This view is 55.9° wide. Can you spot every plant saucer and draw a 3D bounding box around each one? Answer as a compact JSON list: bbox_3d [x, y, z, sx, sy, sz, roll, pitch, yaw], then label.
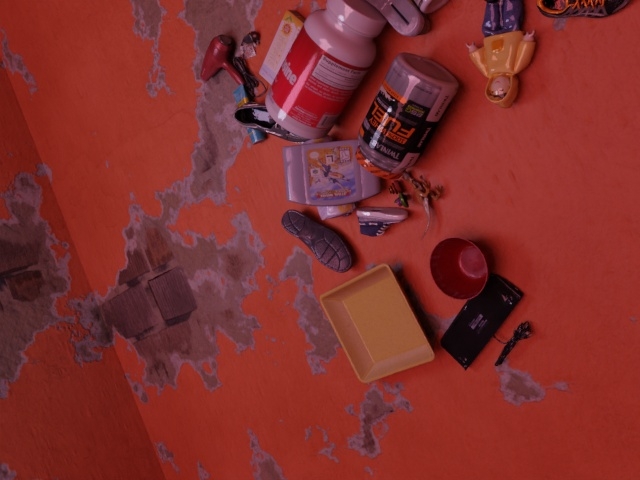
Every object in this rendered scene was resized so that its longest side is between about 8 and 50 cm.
[{"bbox_3d":[0.193,0.266,1.966,0.333,0.081,0.332,-31,83,42],"label":"plant saucer"}]

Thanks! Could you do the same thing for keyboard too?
[{"bbox_3d":[0.489,0.260,1.751,0.201,0.033,0.317,46,129,28],"label":"keyboard"}]

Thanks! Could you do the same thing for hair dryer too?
[{"bbox_3d":[-0.326,-0.610,2.127,0.294,0.080,0.223,7,108,39],"label":"hair dryer"}]

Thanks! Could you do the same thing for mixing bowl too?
[{"bbox_3d":[0.411,0.071,1.707,0.182,0.098,0.181,11,106,41],"label":"mixing bowl"}]

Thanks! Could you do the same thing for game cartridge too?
[{"bbox_3d":[0.037,-0.205,1.860,0.298,0.062,0.197,-5,88,7],"label":"game cartridge"}]

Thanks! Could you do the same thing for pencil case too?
[{"bbox_3d":[0.020,-0.200,1.944,0.124,0.114,0.272,-21,89,37],"label":"pencil case"}]

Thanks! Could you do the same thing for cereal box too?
[{"bbox_3d":[-0.091,-0.594,1.957,0.173,0.047,0.240,46,128,19],"label":"cereal box"}]

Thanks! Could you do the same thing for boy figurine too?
[{"bbox_3d":[0.449,-0.477,1.519,0.177,0.092,0.284,8,105,35],"label":"boy figurine"}]

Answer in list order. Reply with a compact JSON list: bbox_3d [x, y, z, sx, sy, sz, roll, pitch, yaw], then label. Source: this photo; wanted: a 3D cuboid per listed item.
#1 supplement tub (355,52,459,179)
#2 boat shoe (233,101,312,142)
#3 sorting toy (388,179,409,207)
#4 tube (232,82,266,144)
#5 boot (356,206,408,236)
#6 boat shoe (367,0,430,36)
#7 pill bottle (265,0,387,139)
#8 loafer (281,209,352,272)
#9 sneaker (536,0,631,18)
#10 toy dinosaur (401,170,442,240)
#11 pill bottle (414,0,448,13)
[{"bbox_3d":[0.228,-0.338,1.675,0.194,0.194,0.315,42,126,23],"label":"supplement tub"},{"bbox_3d":[-0.144,-0.391,2.006,0.320,0.099,0.116,19,111,21],"label":"boat shoe"},{"bbox_3d":[0.232,-0.133,1.817,0.042,0.061,0.101,-25,56,18],"label":"sorting toy"},{"bbox_3d":[-0.253,-0.443,2.132,0.080,0.052,0.207,-23,89,50],"label":"tube"},{"bbox_3d":[0.197,-0.055,1.881,0.190,0.069,0.086,9,116,46],"label":"boot"},{"bbox_3d":[0.191,-0.674,1.666,0.109,0.094,0.302,-38,76,30],"label":"boat shoe"},{"bbox_3d":[0.018,-0.518,1.770,0.229,0.229,0.407,49,128,18],"label":"pill bottle"},{"bbox_3d":[0.000,0.000,2.055,0.303,0.095,0.109,39,95,19],"label":"loafer"},{"bbox_3d":[0.598,-0.547,1.377,0.215,0.083,0.084,3,103,38],"label":"sneaker"},{"bbox_3d":[0.307,-0.121,1.776,0.112,0.064,0.211,-41,66,58],"label":"toy dinosaur"},{"bbox_3d":[0.266,-0.702,1.591,0.103,0.103,0.184,-37,79,40],"label":"pill bottle"}]
